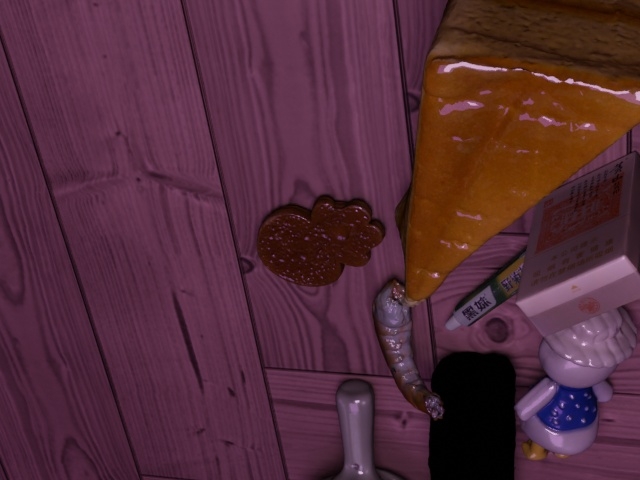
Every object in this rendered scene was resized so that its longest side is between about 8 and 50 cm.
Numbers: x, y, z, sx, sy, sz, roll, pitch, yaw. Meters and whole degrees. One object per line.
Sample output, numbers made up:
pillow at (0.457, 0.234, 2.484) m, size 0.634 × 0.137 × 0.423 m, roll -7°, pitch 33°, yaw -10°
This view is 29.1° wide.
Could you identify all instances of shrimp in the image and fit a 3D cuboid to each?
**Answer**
shrimp at (0.111, 0.144, 1.554) m, size 0.049 × 0.166 × 0.161 m, roll -14°, pitch 127°, yaw -12°

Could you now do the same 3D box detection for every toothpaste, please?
toothpaste at (0.226, 0.054, 1.524) m, size 0.049 × 0.031 × 0.204 m, roll 39°, pitch 126°, yaw -13°

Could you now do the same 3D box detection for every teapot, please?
teapot at (0.074, 0.368, 1.738) m, size 0.219 × 0.149 × 0.318 m, roll 25°, pitch 131°, yaw 6°

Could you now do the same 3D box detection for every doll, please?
doll at (0.312, 0.171, 1.537) m, size 0.138 × 0.119 × 0.293 m, roll -8°, pitch 136°, yaw -14°

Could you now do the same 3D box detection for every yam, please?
yam at (0.202, 0.278, 1.644) m, size 0.131 × 0.131 × 0.280 m, roll 5°, pitch 125°, yaw 15°

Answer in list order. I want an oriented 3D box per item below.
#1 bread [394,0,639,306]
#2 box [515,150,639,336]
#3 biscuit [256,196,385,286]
bread at (0.208, -0.094, 1.294) m, size 0.244 × 0.233 × 0.362 m, roll 12°, pitch 133°, yaw 7°
box at (0.296, 0.002, 1.351) m, size 0.141 × 0.201 × 0.058 m, roll -27°, pitch 114°, yaw 34°
biscuit at (0.000, 0.000, 1.559) m, size 0.175 × 0.026 × 0.124 m, roll -20°, pitch 119°, yaw 30°
